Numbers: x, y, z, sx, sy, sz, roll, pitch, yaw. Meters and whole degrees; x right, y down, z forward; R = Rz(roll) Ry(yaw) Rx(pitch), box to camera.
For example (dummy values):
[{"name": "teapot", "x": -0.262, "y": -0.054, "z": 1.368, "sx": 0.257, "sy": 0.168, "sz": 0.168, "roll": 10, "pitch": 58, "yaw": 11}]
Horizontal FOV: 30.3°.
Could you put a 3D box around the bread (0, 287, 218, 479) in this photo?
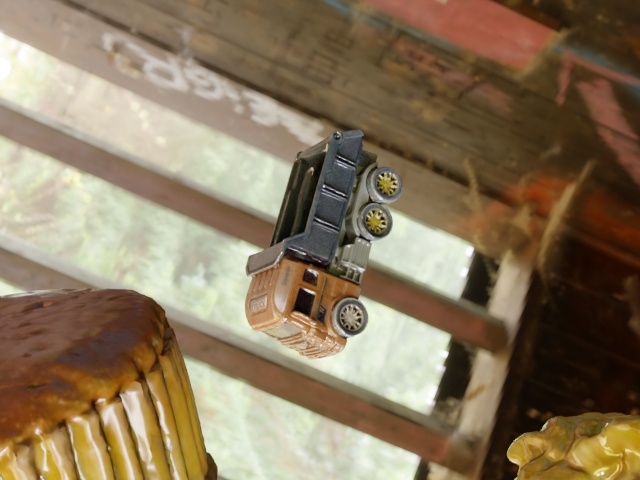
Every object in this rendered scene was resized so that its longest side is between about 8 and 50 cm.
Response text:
[{"name": "bread", "x": -0.143, "y": 0.083, "z": 0.448, "sx": 0.199, "sy": 0.199, "sz": 0.104, "roll": -98, "pitch": 175, "yaw": -76}]

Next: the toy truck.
[{"name": "toy truck", "x": 0.000, "y": 0.000, "z": 1.014, "sx": 0.083, "sy": 0.092, "sz": 0.192, "roll": -22, "pitch": -132, "yaw": 61}]

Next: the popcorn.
[{"name": "popcorn", "x": 0.264, "y": 0.240, "z": 1.023, "sx": 0.190, "sy": 0.253, "sz": 0.191, "roll": -13, "pitch": 90, "yaw": -59}]
